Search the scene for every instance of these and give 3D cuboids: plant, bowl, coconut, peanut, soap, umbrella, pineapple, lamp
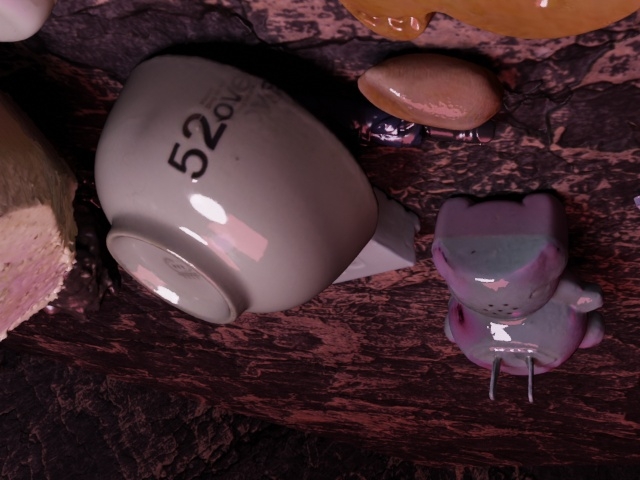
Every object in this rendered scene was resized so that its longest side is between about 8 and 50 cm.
[{"bbox_3d":[-0.440,0.036,1.196,0.204,0.178,0.234,9,150,-2],"label":"plant"},{"bbox_3d":[-0.127,-0.025,0.827,0.353,0.185,0.354,24,153,13],"label":"bowl"},{"bbox_3d":[-0.511,-0.049,0.809,0.404,0.405,0.405,8,155,4],"label":"coconut"},{"bbox_3d":[0.114,-0.155,0.721,0.152,0.076,0.076,6,155,1],"label":"peanut"},{"bbox_3d":[0.000,0.000,1.069,0.265,0.088,0.159,-15,145,42],"label":"soap"},{"bbox_3d":[0.071,-0.129,0.797,0.248,0.071,0.071,8,155,0],"label":"umbrella"},{"bbox_3d":[-0.352,-0.095,1.017,0.159,0.074,0.074,25,151,-36],"label":"pineapple"},{"bbox_3d":[0.275,0.094,1.003,0.247,0.248,0.301,-4,144,22],"label":"lamp"}]

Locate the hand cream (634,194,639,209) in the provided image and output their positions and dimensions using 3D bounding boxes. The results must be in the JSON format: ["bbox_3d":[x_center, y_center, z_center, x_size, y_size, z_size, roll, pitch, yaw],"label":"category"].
[{"bbox_3d":[0.512,0.004,0.943,0.091,0.058,0.271,-15,141,36],"label":"hand cream"}]

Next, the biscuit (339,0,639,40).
[{"bbox_3d":[0.072,-0.235,0.494,0.354,0.052,0.275,18,159,17],"label":"biscuit"}]

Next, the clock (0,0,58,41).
[{"bbox_3d":[-0.353,-0.267,0.515,0.324,0.109,0.265,18,169,42],"label":"clock"}]
